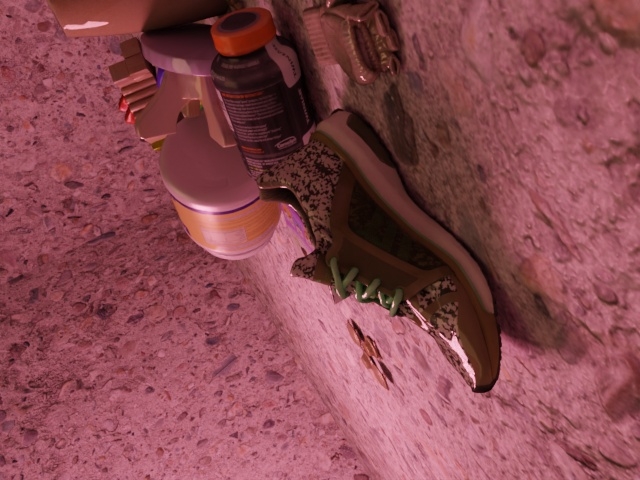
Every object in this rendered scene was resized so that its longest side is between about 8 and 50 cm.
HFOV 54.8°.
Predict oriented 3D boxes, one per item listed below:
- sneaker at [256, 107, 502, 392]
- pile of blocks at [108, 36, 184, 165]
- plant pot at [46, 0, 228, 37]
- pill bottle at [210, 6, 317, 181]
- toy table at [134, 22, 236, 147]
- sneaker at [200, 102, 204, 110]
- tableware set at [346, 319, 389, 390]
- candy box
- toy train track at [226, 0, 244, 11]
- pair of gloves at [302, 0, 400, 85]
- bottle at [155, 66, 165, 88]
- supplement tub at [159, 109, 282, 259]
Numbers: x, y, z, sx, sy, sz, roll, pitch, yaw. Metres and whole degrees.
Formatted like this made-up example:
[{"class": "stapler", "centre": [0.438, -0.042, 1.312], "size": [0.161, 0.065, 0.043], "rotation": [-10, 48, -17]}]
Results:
[{"class": "sneaker", "centre": [0.057, 0.030, 0.770], "size": [0.410, 0.182, 0.158], "rotation": [55, 166, 24]}, {"class": "pile of blocks", "centre": [-0.404, -0.298, 1.482], "size": [0.149, 0.113, 0.362], "rotation": [-105, -7, -62]}, {"class": "plant pot", "centre": [-0.341, -0.465, 1.060], "size": [0.256, 0.274, 0.256], "rotation": [57, 167, 21]}, {"class": "pill bottle", "centre": [-0.083, -0.212, 0.916], "size": [0.130, 0.131, 0.245], "rotation": [49, 162, 45]}, {"class": "toy table", "centre": [-0.217, -0.284, 1.114], "size": [0.274, 0.252, 0.160], "rotation": [-122, 27, -55]}, {"class": "sneaker", "centre": [-0.250, -0.268, 1.505], "size": [0.123, 0.110, 0.295], "rotation": [64, 167, 4]}, {"class": "tableware set", "centre": [0.112, 0.265, 1.440], "size": [0.169, 0.020, 0.141], "rotation": [37, 151, 65]}, {"class": "candy box", "centre": [0.000, 0.000, 1.188], "size": [0.165, 0.070, 0.196], "rotation": [50, 162, 41]}, {"class": "toy train track", "centre": [-0.143, -0.396, 1.028], "size": [0.048, 0.014, 0.083], "rotation": [61, 175, -33]}, {"class": "pair of gloves", "centre": [0.000, -0.278, 0.650], "size": [0.204, 0.042, 0.240], "rotation": [42, 158, 55]}, {"class": "bottle", "centre": [-0.343, -0.436, 1.439], "size": [0.118, 0.092, 0.282], "rotation": [101, 158, -47]}, {"class": "supplement tub", "centre": [-0.209, -0.111, 1.380], "size": [0.241, 0.241, 0.331], "rotation": [57, 166, 20]}]
